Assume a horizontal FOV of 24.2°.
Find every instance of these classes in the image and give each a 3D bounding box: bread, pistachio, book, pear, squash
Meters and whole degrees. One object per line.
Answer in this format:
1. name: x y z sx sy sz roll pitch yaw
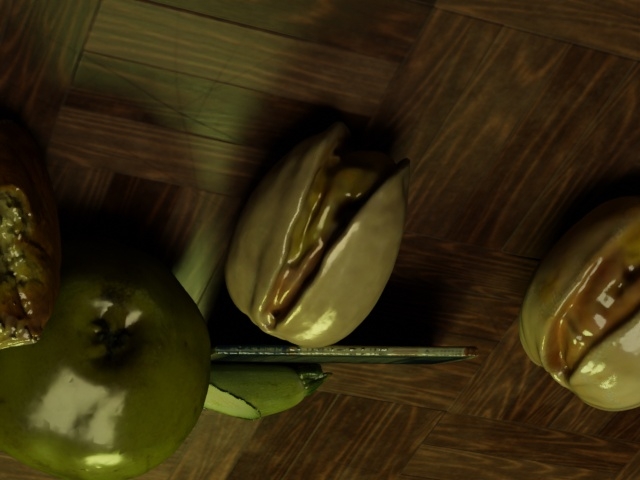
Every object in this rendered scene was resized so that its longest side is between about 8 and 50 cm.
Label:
1. bread: -0.356 -0.005 1.595 0.133 0.250 0.179 -9 146 11
2. pistachio: 0.000 0.000 1.719 0.187 0.187 0.299 13 130 -22
3. book: 0.015 0.143 1.888 0.322 0.018 0.228 2 172 -10
4. pear: -0.281 0.161 1.787 0.287 0.287 0.375 10 149 -19
5. squash: -0.082 0.200 1.989 0.200 0.075 0.090 0 134 -8
6. pistachio: 0.367 0.082 1.832 0.230 0.230 0.309 12 130 -20
